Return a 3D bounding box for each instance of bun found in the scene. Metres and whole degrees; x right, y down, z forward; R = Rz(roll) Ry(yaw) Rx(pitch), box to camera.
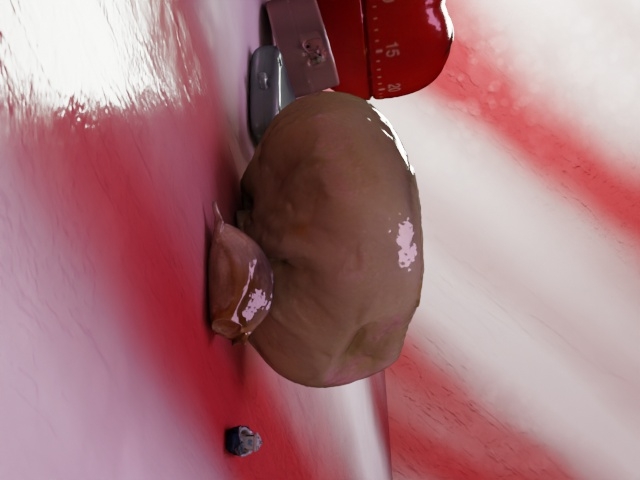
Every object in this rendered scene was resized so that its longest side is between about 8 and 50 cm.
[{"bbox_3d":[0.000,0.000,1.389,0.361,0.213,0.361,180,-90,-81],"label":"bun"}]

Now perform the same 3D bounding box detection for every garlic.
[{"bbox_3d":[-0.085,0.040,1.230,0.084,0.066,0.152,60,30,-71],"label":"garlic"}]

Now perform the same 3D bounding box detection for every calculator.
[{"bbox_3d":[-0.061,-0.170,1.610,0.246,0.045,0.141,71,18,-68],"label":"calculator"}]

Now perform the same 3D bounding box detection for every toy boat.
[{"bbox_3d":[-0.083,0.226,1.291,0.083,0.038,0.038,50,37,-77],"label":"toy boat"}]

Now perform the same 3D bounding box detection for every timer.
[{"bbox_3d":[0.087,-0.434,2.004,0.378,0.279,0.378,-5,90,-85],"label":"timer"}]

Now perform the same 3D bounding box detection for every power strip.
[{"bbox_3d":[-0.027,-0.290,1.701,0.154,0.078,0.154,-15,90,-88],"label":"power strip"}]
